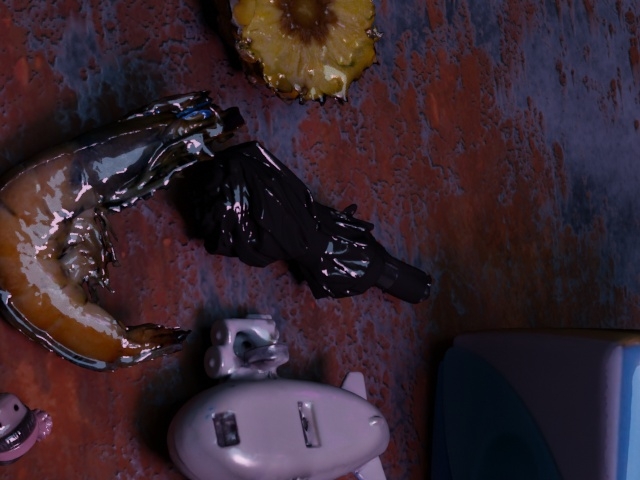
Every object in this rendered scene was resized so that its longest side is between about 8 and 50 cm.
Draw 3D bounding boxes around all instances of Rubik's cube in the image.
[{"bbox_3d":[0.341,0.271,1.646,0.352,0.347,0.351,3,86,-27],"label":"Rubik's cube"}]

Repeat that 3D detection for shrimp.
[{"bbox_3d":[-0.163,-0.007,1.393,0.290,0.054,0.222,-36,100,-20],"label":"shrimp"}]

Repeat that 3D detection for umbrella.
[{"bbox_3d":[0.000,0.000,1.570,0.340,0.118,0.118,25,70,-45],"label":"umbrella"}]

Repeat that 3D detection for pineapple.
[{"bbox_3d":[-0.031,-0.233,1.563,0.225,0.076,0.224,7,79,-41],"label":"pineapple"}]

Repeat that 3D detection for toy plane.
[{"bbox_3d":[-0.036,0.193,1.497,0.267,0.123,0.266,23,54,-34],"label":"toy plane"}]

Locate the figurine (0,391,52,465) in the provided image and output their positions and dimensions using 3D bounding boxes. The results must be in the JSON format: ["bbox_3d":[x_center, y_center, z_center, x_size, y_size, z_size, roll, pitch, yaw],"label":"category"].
[{"bbox_3d":[-0.289,0.135,1.322,0.129,0.054,0.072,56,39,-16],"label":"figurine"}]
